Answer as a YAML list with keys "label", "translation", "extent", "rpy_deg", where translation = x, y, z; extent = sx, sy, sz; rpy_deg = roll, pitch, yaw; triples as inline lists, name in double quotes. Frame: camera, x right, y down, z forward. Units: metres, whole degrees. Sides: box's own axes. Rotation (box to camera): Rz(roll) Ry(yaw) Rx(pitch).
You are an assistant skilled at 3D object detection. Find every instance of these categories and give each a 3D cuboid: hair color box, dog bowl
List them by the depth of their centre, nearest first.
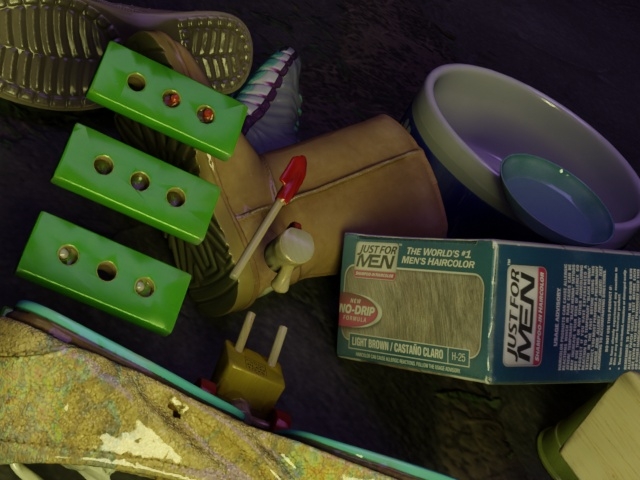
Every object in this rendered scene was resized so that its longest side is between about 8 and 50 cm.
- label: "hair color box"
  translation: [0.200, 0.057, 0.977]
  extent: [0.347, 0.105, 0.174]
  rpy_deg: [5, -2, -37]
- label: "dog bowl"
  translation: [0.199, -0.064, 1.226]
  extent: [0.265, 0.104, 0.265]
  rpy_deg: [22, 32, -15]

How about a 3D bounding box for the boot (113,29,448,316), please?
- label: "boot"
  translation: [-0.027, -0.070, 0.987]
  extent: [0.269, 0.089, 0.236]
  rpy_deg: [-19, 92, -47]

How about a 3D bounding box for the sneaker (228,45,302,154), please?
- label: "sneaker"
  translation: [-0.049, -0.097, 1.103]
  extent: [0.098, 0.083, 0.224]
  rpy_deg: [44, 36, -12]

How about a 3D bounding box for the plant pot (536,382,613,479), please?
- label: "plant pot"
  translation: [0.231, 0.157, 0.958]
  extent: [0.083, 0.079, 0.083]
  rpy_deg: [23, 32, -15]

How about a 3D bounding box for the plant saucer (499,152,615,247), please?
- label: "plant saucer"
  translation: [0.207, -0.032, 1.065]
  extent: [0.119, 0.021, 0.119]
  rpy_deg: [21, 36, -16]

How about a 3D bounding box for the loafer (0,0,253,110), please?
- label: "loafer"
  translation: [-0.193, -0.162, 1.038]
  extent: [0.268, 0.102, 0.092]
  rpy_deg: [0, 7, -30]

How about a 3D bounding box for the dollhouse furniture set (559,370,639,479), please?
- label: "dollhouse furniture set"
  translation: [0.329, 0.191, 0.687]
  extent: [0.362, 0.394, 0.256]
  rpy_deg: [0, 43, -41]

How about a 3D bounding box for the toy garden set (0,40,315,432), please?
- label: "toy garden set"
  translation: [-0.096, 0.016, 0.810]
  extent: [0.203, 0.049, 0.244]
  rpy_deg: [24, 64, -17]

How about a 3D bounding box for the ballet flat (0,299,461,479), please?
- label: "ballet flat"
  translation: [-0.049, 0.150, 0.698]
  extent: [0.348, 0.123, 0.123]
  rpy_deg: [24, 31, -11]
